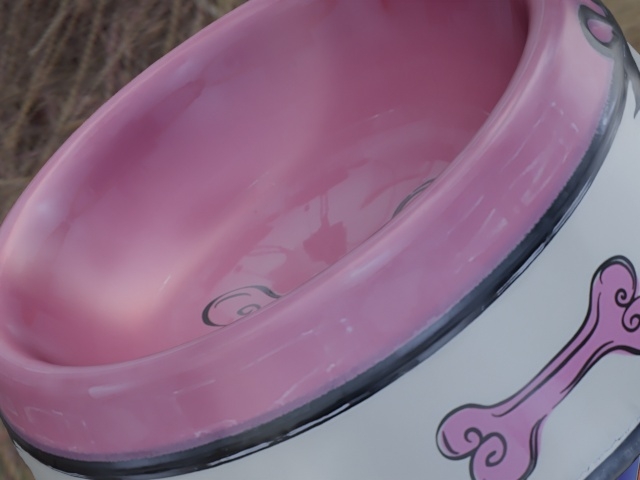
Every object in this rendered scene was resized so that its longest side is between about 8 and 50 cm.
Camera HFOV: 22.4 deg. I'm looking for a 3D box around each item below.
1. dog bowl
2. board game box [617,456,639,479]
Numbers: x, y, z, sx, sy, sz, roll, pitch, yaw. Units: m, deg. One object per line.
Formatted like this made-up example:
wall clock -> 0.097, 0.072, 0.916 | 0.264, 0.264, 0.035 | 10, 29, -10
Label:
dog bowl -> 0.000, 0.000, 0.830 | 0.150, 0.408, 0.408 | 55, 53, -29
board game box -> 0.288, 0.198, 1.162 | 0.046, 0.213, 0.317 | 20, 72, -23
